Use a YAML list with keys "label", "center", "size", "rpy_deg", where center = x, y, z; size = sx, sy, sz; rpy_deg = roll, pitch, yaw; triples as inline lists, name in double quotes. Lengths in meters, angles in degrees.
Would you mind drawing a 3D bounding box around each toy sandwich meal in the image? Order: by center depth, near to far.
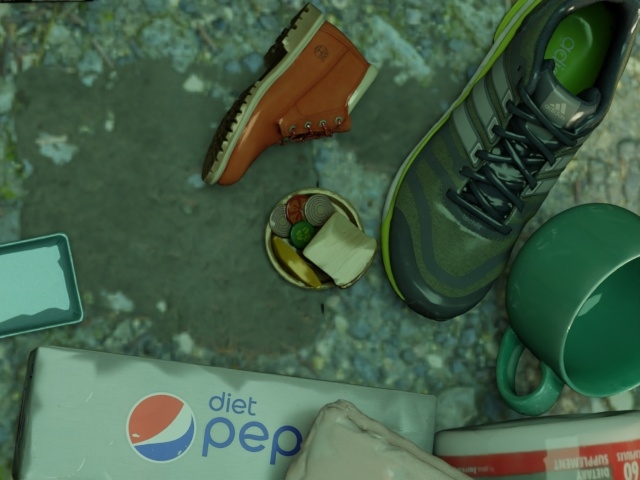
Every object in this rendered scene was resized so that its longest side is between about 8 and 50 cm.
- label: "toy sandwich meal"
  center: [0.000, 0.000, 1.226]
  size: [0.086, 0.029, 0.085]
  rpy_deg: [1, 84, -13]

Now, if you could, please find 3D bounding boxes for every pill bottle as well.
- label: "pill bottle"
  center: [0.171, 0.268, 1.170]
  size: [0.161, 0.161, 0.283]
  rpy_deg: [-5, 85, -14]

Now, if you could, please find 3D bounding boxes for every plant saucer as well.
- label: "plant saucer"
  center: [-0.267, 0.044, 1.164]
  size: [0.192, 0.018, 0.067]
  rpy_deg: [-11, 87, -14]

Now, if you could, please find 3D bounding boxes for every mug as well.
- label: "mug"
  center: [0.190, 0.042, 1.217]
  size: [0.158, 0.097, 0.129]
  rpy_deg: [-21, 129, -21]

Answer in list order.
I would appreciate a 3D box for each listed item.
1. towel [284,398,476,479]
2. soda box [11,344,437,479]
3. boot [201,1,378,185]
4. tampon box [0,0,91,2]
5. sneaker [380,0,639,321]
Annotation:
- label: "towel"
  center: [0.068, 0.319, 1.089]
  size: [0.317, 0.053, 0.331]
  rpy_deg: [29, 103, 13]
- label: "soda box"
  center: [-0.067, 0.139, 1.163]
  size: [0.286, 0.091, 0.098]
  rpy_deg: [8, 82, -12]
- label: "boot"
  center: [-0.021, -0.091, 1.219]
  size: [0.085, 0.059, 0.158]
  rpy_deg: [39, 76, -12]
- label: "tampon box"
  center: [-0.217, -0.257, 1.165]
  size: [0.121, 0.101, 0.161]
  rpy_deg: [-3, 84, -14]
- label: "sneaker"
  center: [0.142, -0.078, 1.221]
  size: [0.111, 0.121, 0.300]
  rpy_deg: [29, 78, -9]
